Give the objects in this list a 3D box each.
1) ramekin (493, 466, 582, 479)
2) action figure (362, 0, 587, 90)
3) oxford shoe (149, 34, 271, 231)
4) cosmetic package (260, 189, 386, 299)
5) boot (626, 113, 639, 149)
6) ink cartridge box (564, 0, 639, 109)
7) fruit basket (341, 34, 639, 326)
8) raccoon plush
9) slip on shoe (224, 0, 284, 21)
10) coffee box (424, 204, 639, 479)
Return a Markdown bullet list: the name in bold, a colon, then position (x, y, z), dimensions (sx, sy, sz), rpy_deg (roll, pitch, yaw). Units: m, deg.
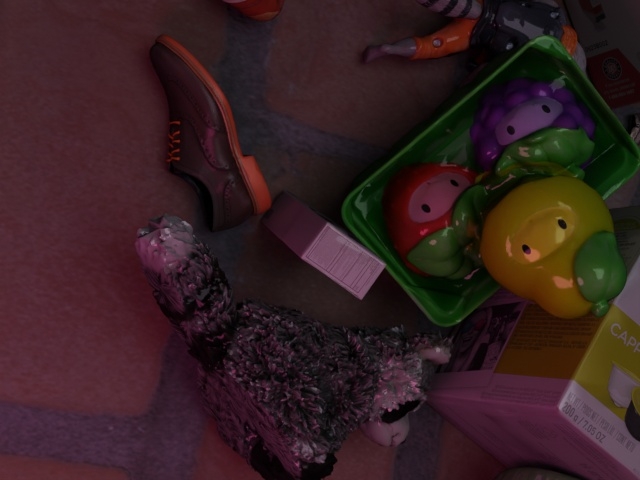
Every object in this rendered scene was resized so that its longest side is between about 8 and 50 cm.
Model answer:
- **ramekin**: position (0.342, 0.446, 1.667), dimensions (0.303, 0.303, 0.148), rpy_deg (39, 64, -18)
- **action figure**: position (0.236, -0.269, 1.736), dimensions (0.330, 0.178, 0.341), rpy_deg (15, 78, -14)
- **oxford shoe**: position (-0.165, -0.139, 1.579), dimensions (0.098, 0.097, 0.271), rpy_deg (-31, 99, -18)
- **cosmetic package**: position (0.000, 0.000, 1.561), dimensions (0.099, 0.239, 0.060), rpy_deg (37, 91, -20)
- **boot**: position (0.528, -0.146, 1.938), dimensions (0.087, 0.042, 0.118), rpy_deg (16, 78, -17)
- **ink cartridge box**: position (0.503, -0.419, 1.812), dimensions (0.160, 0.279, 0.385), rpy_deg (-22, 95, -24)
- **fruit basket**: position (0.244, -0.053, 1.566), dimensions (0.283, 0.392, 0.392), rpy_deg (48, 69, -20)
- **raccoon plush**: position (-0.004, 0.105, 1.526), dimensions (0.299, 0.216, 0.446), rpy_deg (-38, 126, -27)
- **slip on shoe**: position (-0.045, -0.447, 1.659), dimensions (0.101, 0.123, 0.331), rpy_deg (47, 59, -50)
- **coffee box**: position (0.417, 0.182, 1.692), dimensions (0.337, 0.338, 0.334), rpy_deg (40, 71, -18)
